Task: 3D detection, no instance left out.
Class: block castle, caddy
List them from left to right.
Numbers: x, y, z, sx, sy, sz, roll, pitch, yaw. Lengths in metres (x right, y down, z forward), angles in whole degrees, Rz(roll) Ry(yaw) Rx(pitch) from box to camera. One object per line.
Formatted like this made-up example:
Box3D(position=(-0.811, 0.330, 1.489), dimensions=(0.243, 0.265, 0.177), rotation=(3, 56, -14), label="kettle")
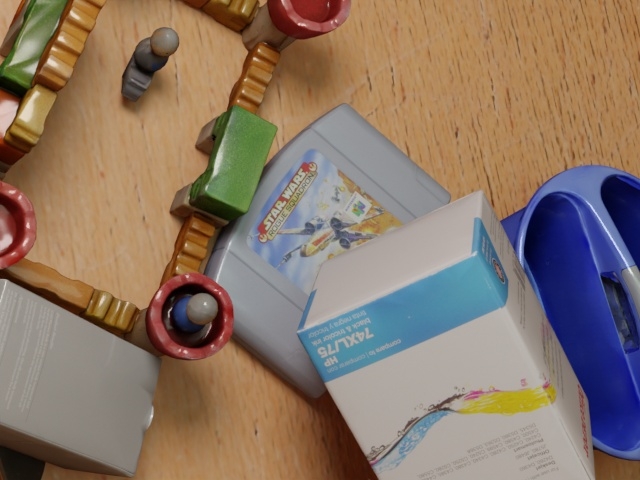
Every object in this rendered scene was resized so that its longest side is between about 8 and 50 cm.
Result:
Box3D(position=(-0.175, -0.131, 1.408), dimensions=(0.303, 0.213, 0.453), rotation=(26, 71, -18), label="block castle")
Box3D(position=(0.325, 0.085, 1.619), dimensions=(0.241, 0.179, 0.341), rotation=(-17, 88, -26), label="caddy")

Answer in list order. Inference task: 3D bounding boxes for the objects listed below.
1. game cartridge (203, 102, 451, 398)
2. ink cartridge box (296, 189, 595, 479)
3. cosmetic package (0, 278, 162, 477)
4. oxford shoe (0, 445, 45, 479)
Box3D(position=(0.000, 0.000, 1.555), dimensions=(0.198, 0.062, 0.297), rotation=(41, 66, -17), label="game cartridge")
Box3D(position=(0.134, 0.131, 1.423), dimensions=(0.197, 0.198, 0.270), rotation=(-25, 104, 16), label="ink cartridge box")
Box3D(position=(-0.263, 0.131, 1.307), dimensions=(0.238, 0.107, 0.127), rotation=(41, 56, -52), label="cosmetic package")
Box3D(position=(-0.322, 0.152, 1.373), dimensions=(0.076, 0.076, 0.212), rotation=(-28, 109, -60), label="oxford shoe")
